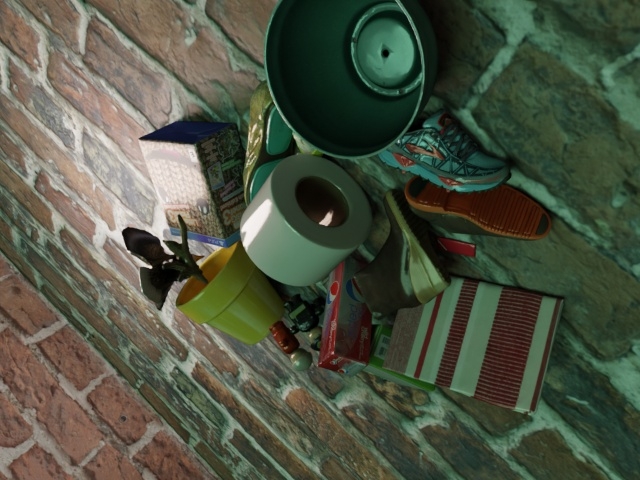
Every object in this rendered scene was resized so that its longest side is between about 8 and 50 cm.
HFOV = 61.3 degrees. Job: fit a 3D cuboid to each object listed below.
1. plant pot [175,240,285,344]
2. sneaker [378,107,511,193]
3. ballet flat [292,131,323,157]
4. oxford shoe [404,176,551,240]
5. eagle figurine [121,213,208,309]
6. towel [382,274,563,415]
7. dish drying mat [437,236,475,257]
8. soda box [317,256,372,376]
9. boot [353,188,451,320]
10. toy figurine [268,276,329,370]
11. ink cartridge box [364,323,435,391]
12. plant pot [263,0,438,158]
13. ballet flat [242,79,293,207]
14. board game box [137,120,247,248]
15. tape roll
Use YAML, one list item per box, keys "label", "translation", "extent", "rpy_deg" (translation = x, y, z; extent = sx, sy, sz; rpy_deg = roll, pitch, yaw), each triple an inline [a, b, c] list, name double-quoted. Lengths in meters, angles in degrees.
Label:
- label: "plant pot"
  translation: [-0.239, 0.165, 1.540]
  extent: [0.239, 0.254, 0.254]
  rpy_deg: [45, 141, -20]
- label: "sneaker"
  translation: [0.220, -0.171, 0.980]
  extent: [0.262, 0.104, 0.125]
  rpy_deg: [23, 130, 27]
- label: "ballet flat"
  translation: [-0.021, -0.250, 1.147]
  extent: [0.077, 0.077, 0.231]
  rpy_deg: [36, 137, 16]
- label: "oxford shoe"
  translation: [0.297, -0.054, 1.031]
  extent: [0.272, 0.096, 0.098]
  rpy_deg: [21, 160, 25]
- label: "eagle figurine"
  translation: [-0.423, 0.070, 1.461]
  extent: [0.298, 0.226, 0.225]
  rpy_deg: [-6, 157, 45]
- label: "towel"
  translation: [0.306, 0.198, 1.119]
  extent: [0.329, 0.236, 0.037]
  rpy_deg: [10, 166, 35]
- label: "dish drying mat"
  translation: [0.284, 0.014, 1.133]
  extent: [0.083, 0.008, 0.032]
  rpy_deg: [15, 128, 33]
- label: "soda box"
  translation: [0.063, 0.170, 1.246]
  extent: [0.092, 0.263, 0.083]
  rpy_deg: [21, 141, -17]
- label: "boot"
  translation: [0.143, 0.036, 1.163]
  extent: [0.207, 0.090, 0.248]
  rpy_deg: [-30, 84, 37]
- label: "toy figurine"
  translation: [-0.003, 0.213, 1.377]
  extent: [0.148, 0.210, 0.213]
  rpy_deg: [51, 140, 17]
- label: "ink cartridge box"
  translation: [0.151, 0.284, 1.338]
  extent: [0.189, 0.097, 0.255]
  rpy_deg: [27, 164, -16]
- label: "plant pot"
  translation: [0.078, -0.308, 0.921]
  extent: [0.293, 0.196, 0.292]
  rpy_deg: [17, 124, 28]
- label: "ballet flat"
  translation: [-0.125, -0.216, 1.252]
  extent: [0.123, 0.123, 0.348]
  rpy_deg: [34, 137, 17]
- label: "board game box"
  translation: [-0.314, -0.153, 1.426]
  extent: [0.232, 0.141, 0.290]
  rpy_deg: [11, 126, 36]
- label: "tape roll"
  translation: [-0.033, -0.043, 1.182]
  extent: [0.246, 0.246, 0.169]
  rpy_deg: [46, 136, 4]
